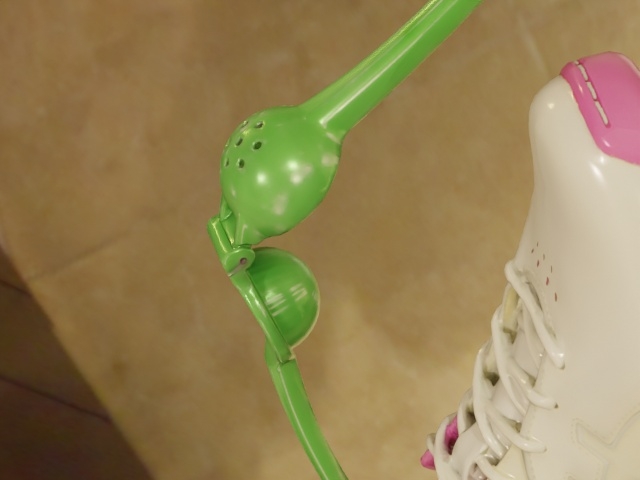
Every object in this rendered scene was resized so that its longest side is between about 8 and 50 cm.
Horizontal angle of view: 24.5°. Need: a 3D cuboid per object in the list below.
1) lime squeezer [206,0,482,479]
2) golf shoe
[{"bbox_3d":[0.000,0.000,0.647,0.059,0.110,0.310,41,129,41],"label":"lime squeezer"},{"bbox_3d":[0.095,0.075,0.542,0.140,0.306,0.115,-16,37,2],"label":"golf shoe"}]
